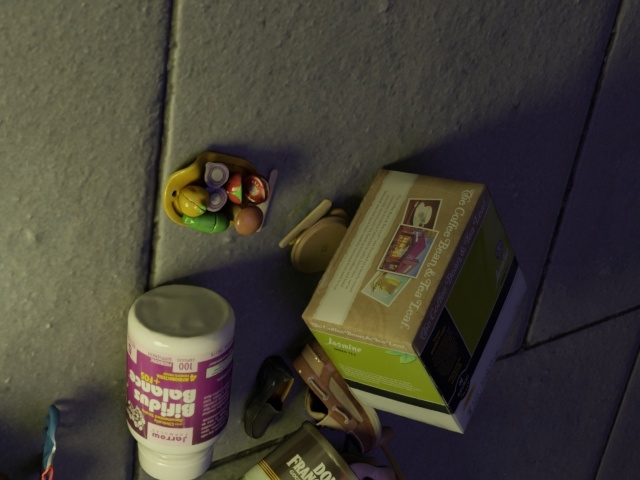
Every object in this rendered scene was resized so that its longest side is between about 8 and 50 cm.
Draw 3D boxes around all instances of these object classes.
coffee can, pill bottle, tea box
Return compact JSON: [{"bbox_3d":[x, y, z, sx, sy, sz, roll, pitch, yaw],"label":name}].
[{"bbox_3d":[-0.067,0.505,2.047,0.275,0.201,0.202,-39,137,-11],"label":"coffee can"},{"bbox_3d":[-0.228,0.236,1.748,0.169,0.169,0.302,-16,127,-33],"label":"pill bottle"},{"bbox_3d":[0.178,0.105,1.906,0.329,0.219,0.324,-61,144,-26],"label":"tea box"}]

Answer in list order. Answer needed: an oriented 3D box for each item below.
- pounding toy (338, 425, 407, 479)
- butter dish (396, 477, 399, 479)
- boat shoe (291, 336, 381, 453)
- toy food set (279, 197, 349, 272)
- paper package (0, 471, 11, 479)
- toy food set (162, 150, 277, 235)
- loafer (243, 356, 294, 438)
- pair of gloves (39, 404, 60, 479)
[{"bbox_3d":[0.087,0.520,2.202,0.154,0.155,0.270,-7,100,-26],"label":"pounding toy"},{"bbox_3d":[0.133,0.610,2.369,0.160,0.118,0.160,11,109,-45],"label":"butter dish"},{"bbox_3d":[0.024,0.301,2.069,0.116,0.123,0.324,-32,129,-12],"label":"boat shoe"},{"bbox_3d":[0.000,0.000,1.893,0.132,0.038,0.192,-42,143,0],"label":"toy food set"},{"bbox_3d":[-0.633,0.455,1.543,0.325,0.168,0.309,-50,137,-1],"label":"paper package"},{"bbox_3d":[-0.138,-0.061,1.693,0.217,0.071,0.128,7,113,-44],"label":"toy food set"},{"bbox_3d":[-0.095,0.299,1.991,0.062,0.061,0.170,-5,121,-41],"label":"loafer"},{"bbox_3d":[-0.429,0.360,1.677,0.023,0.159,0.198,11,118,-15],"label":"pair of gloves"}]
